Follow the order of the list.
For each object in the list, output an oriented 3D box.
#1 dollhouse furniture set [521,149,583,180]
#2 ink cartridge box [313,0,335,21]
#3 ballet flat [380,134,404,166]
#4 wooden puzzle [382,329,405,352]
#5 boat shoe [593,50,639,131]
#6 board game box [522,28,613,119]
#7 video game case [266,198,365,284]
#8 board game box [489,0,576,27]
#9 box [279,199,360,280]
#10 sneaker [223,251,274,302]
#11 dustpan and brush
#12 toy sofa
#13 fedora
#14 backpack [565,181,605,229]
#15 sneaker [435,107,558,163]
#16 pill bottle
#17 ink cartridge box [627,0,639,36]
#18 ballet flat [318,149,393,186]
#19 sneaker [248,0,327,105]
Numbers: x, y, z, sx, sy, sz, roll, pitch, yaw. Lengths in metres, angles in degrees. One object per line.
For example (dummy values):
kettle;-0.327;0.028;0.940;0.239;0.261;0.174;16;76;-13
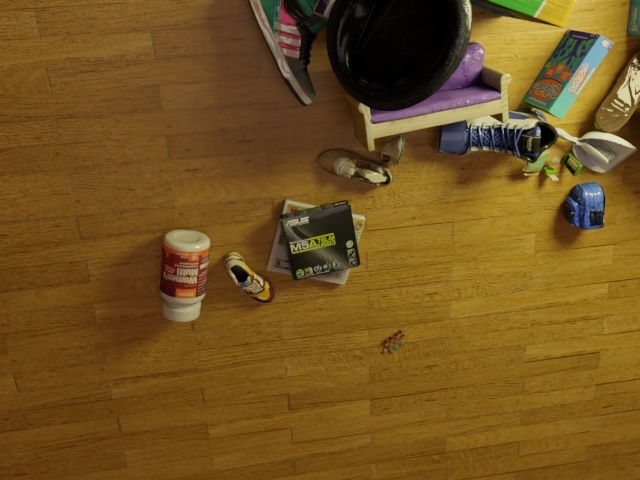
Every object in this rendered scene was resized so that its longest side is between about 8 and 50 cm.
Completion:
dollhouse furniture set;0.624;-0.198;1.800;0.152;0.058;0.076;-6;138;-24
ink cartridge box;0.107;-0.574;1.512;0.224;0.045;0.223;9;109;-52
ballet flat;0.179;-0.223;1.688;0.052;0.168;0.057;5;78;2
wooden puzzle;0.219;0.303;1.989;0.083;0.006;0.049;-36;113;6
boat shoe;0.824;-0.409;1.763;0.104;0.089;0.285;42;99;5
board game box;0.613;-0.418;1.674;0.047;0.160;0.210;26;105;-18
video game case;-0.013;0.007;1.818;0.227;0.026;0.206;12;110;-13
board game box;0.383;-0.557;1.492;0.242;0.316;0.064;14;110;-14
box;0.000;0.000;1.779;0.191;0.045;0.184;-12;116;-4
sneaker;-0.193;0.115;1.800;0.069;0.084;0.185;-42;112;9
dustpan and brush;0.714;-0.257;1.795;0.211;0.147;0.060;37;67;4
toy sofa;0.248;-0.342;1.571;0.362;0.150;0.177;-12;115;-5
fedora;0.180;-0.445;1.432;0.334;0.152;0.334;9;110;26
backpack;0.738;-0.099;1.861;0.101;0.098;0.120;-6;114;-3
sneaker;0.465;-0.273;1.697;0.315;0.182;0.127;-4;111;-8
pill bottle;-0.356;0.093;1.743;0.121;0.121;0.221;4;111;-11
ink cartridge box;0.910;-0.582;1.595;0.198;0.270;0.197;-4;113;-7
ballet flat;0.097;-0.186;1.733;0.206;0.067;0.073;10;111;-13
sneaker;-0.031;-0.480;1.567;0.178;0.124;0.295;-22;113;10
